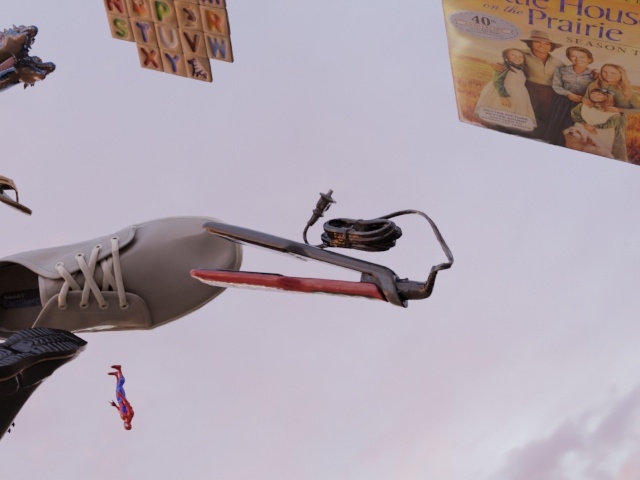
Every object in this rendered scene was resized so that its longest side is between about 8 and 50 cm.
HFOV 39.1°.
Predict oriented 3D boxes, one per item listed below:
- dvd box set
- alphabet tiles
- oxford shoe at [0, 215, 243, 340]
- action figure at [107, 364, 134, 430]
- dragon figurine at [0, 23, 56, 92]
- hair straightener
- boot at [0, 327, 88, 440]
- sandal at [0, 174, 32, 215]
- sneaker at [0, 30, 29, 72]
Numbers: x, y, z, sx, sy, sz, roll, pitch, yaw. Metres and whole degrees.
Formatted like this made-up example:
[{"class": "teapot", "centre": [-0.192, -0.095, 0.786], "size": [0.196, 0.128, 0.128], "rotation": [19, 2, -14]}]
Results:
[{"class": "dvd box set", "centre": [0.315, -0.239, 1.158], "size": [0.420, 0.308, 0.062], "rotation": [61, -131, -66]}, {"class": "alphabet tiles", "centre": [-0.299, -0.459, 1.697], "size": [0.011, 0.285, 0.342], "rotation": [-55, -28, -40]}, {"class": "oxford shoe", "centre": [-0.339, 0.064, 1.371], "size": [0.450, 0.169, 0.130], "rotation": [-11, -7, 0]}, {"class": "action figure", "centre": [-0.334, 0.266, 1.508], "size": [0.030, 0.115, 0.038], "rotation": [-1, -38, -37]}, {"class": "dragon figurine", "centre": [-0.455, -0.170, 1.089], "size": [0.289, 0.144, 0.085], "rotation": [-19, -68, 22]}, {"class": "hair straightener", "centre": [0.000, 0.000, 0.698], "size": [0.230, 0.089, 0.047], "rotation": [4, -11, 36]}, {"class": "boot", "centre": [-0.408, 0.201, 1.228], "size": [0.198, 0.077, 0.137], "rotation": [-10, -61, -61]}, {"class": "sandal", "centre": [-0.635, -0.111, 1.779], "size": [0.049, 0.180, 0.072], "rotation": [-52, -18, -3]}, {"class": "sneaker", "centre": [-0.549, -0.295, 1.581], "size": [0.070, 0.051, 0.134], "rotation": [14, -77, -13]}]
